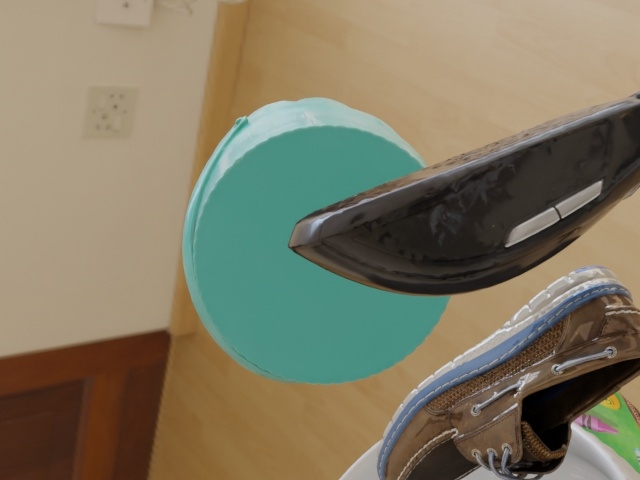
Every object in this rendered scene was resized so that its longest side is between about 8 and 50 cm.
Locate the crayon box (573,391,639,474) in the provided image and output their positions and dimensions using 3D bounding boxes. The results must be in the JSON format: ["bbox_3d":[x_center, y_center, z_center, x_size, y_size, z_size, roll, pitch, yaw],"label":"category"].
[{"bbox_3d":[0.226,0.262,0.913,0.165,0.081,0.278,47,138,23],"label":"crayon box"}]

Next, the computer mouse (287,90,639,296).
[{"bbox_3d":[0.122,-0.026,0.397,0.184,0.262,0.060,-177,66,-77],"label":"computer mouse"}]

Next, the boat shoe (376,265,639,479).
[{"bbox_3d":[0.102,0.095,0.518,0.183,0.066,0.066,-49,41,23],"label":"boat shoe"}]

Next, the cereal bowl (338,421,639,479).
[{"bbox_3d":[0.110,0.283,0.614,0.339,0.141,0.339,-36,35,31],"label":"cereal bowl"}]

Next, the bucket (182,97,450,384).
[{"bbox_3d":[0.000,0.000,0.926,0.183,0.281,0.281,-100,11,-79],"label":"bucket"}]
